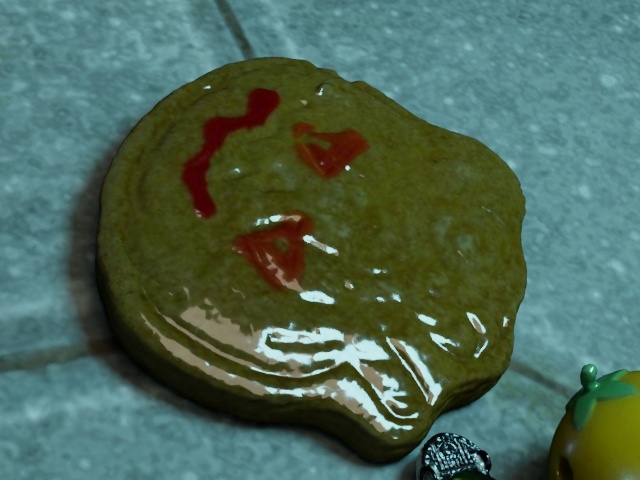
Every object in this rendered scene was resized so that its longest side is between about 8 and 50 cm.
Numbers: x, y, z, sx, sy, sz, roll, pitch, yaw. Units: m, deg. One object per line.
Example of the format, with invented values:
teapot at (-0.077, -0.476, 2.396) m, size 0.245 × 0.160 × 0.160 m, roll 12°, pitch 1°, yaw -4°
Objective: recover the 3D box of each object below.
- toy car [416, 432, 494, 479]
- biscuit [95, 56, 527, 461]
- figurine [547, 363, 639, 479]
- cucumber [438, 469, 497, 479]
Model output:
toy car at (0.080, 0.146, 0.843) m, size 0.041 × 0.025 × 0.093 m, roll -7°, pitch 58°, yaw -30°
biscuit at (0.001, -0.001, 0.923) m, size 0.257 × 0.049 × 0.273 m, roll 25°, pitch 48°, yaw -2°
figurine at (0.212, 0.160, 0.829) m, size 0.222 × 0.124 × 0.324 m, roll 34°, pitch 44°, yaw 12°
cucumber at (-0.008, 0.197, 0.532) m, size 0.096 × 0.359 × 0.096 m, roll 14°, pitch 44°, yaw -14°
